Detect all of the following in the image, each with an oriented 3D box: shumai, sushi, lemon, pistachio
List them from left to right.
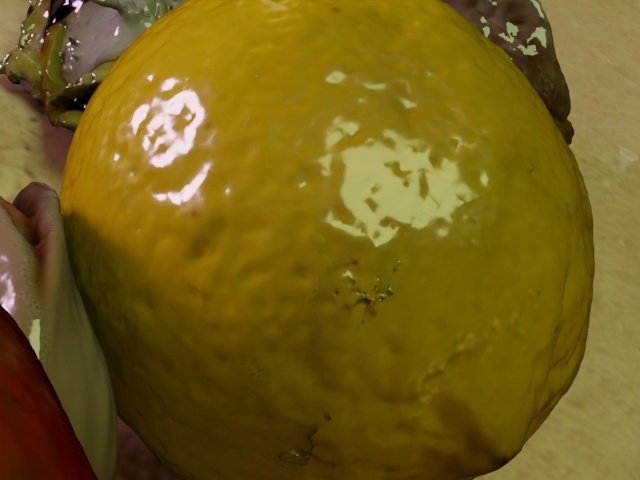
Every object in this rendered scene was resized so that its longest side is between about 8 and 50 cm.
[{"bbox_3d":[-0.191,0.059,0.870,0.166,0.197,0.288,16,27,-28],"label":"pistachio"},{"bbox_3d":[-0.151,-0.172,1.241,0.139,0.131,0.291,18,46,-22],"label":"sushi"},{"bbox_3d":[0.000,0.002,0.999,0.336,0.336,0.336,21,37,-16],"label":"lemon"},{"bbox_3d":[0.118,-0.170,1.375,0.218,0.184,0.185,7,41,32],"label":"shumai"}]

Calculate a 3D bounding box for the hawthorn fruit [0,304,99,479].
[{"bbox_3d":[-0.234,0.136,0.568,0.403,0.403,0.403,21,37,-16],"label":"hawthorn fruit"}]
